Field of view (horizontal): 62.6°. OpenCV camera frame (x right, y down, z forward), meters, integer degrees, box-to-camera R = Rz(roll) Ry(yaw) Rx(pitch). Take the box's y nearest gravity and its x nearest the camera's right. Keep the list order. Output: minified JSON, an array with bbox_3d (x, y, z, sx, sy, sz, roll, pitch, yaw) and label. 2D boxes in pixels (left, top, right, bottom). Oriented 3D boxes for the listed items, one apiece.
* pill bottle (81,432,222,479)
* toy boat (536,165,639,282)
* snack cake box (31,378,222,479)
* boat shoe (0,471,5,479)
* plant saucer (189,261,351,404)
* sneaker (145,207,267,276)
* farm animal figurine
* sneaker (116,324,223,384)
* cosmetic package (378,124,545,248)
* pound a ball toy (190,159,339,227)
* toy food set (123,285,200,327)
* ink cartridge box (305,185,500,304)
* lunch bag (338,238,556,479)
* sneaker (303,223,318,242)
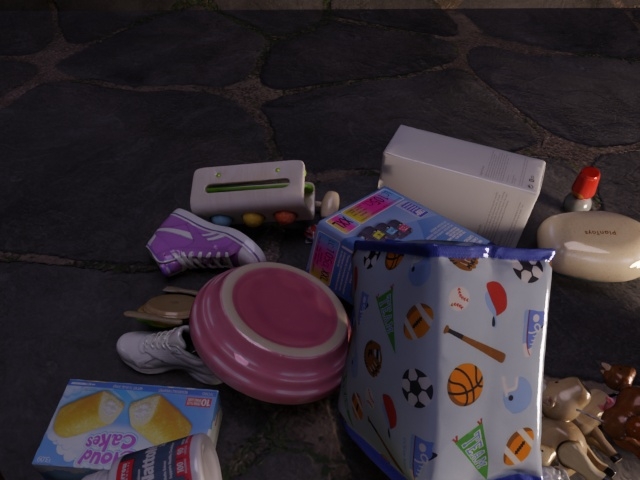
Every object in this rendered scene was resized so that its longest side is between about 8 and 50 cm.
[{"bbox_3d":[-0.241,0.351,0.749,0.180,0.108,0.108,-16,47,-2],"label":"pill bottle"},{"bbox_3d":[0.654,-0.025,1.276,0.268,0.148,0.318,5,52,9],"label":"toy boat"},{"bbox_3d":[-0.311,0.331,0.886,0.265,0.089,0.152,4,44,1],"label":"snack cake box"},{"bbox_3d":[-0.401,0.452,0.748,0.116,0.123,0.324,-27,61,-32],"label":"boat shoe"},{"bbox_3d":[-0.078,0.152,1.008,0.332,0.084,0.332,16,33,-11],"label":"plant saucer"},{"bbox_3d":[-0.267,0.041,1.186,0.282,0.102,0.161,19,53,25],"label":"sneaker"},{"bbox_3d":[0.397,0.314,0.856,0.327,0.330,0.172,-44,60,-4],"label":"farm animal figurine"},{"bbox_3d":[-0.279,0.197,1.002,0.232,0.115,0.090,7,45,4],"label":"sneaker"},{"bbox_3d":[0.337,-0.132,1.314,0.366,0.197,0.155,20,47,14],"label":"cosmetic package"},{"bbox_3d":[-0.126,-0.083,1.287,0.319,0.208,0.135,-2,69,11],"label":"pound a ball toy"},{"bbox_3d":[-0.302,0.144,1.077,0.133,0.038,0.192,8,12,8],"label":"toy food set"},{"bbox_3d":[0.210,0.064,1.112,0.395,0.151,0.270,33,40,24],"label":"ink cartridge box"},{"bbox_3d":[0.153,0.157,0.816,0.239,0.327,0.385,4,-2,-21],"label":"lunch bag"},{"bbox_3d":[0.000,0.000,1.268,0.067,0.042,0.118,-9,38,-17],"label":"sneaker"}]
